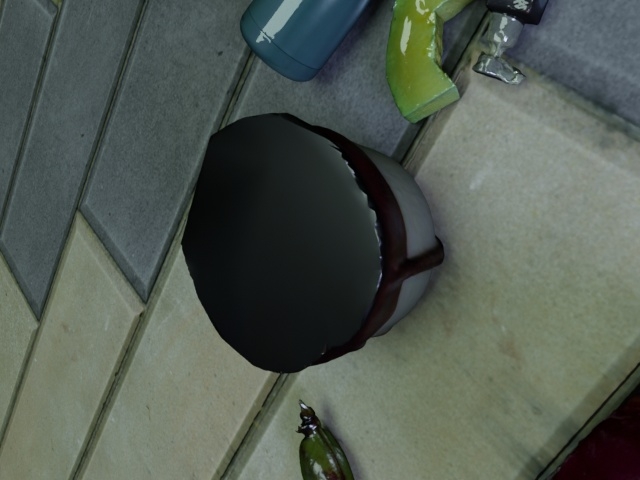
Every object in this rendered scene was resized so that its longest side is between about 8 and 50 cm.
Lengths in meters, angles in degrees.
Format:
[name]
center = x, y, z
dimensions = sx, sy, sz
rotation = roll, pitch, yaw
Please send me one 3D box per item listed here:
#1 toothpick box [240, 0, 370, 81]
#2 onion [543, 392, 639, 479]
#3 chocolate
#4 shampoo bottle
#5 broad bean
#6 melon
[toothpick box]
center = -0.005, -0.302, 0.712
dimensions = 0.184, 0.120, 0.120
rotation = -45, 62, 29
[onion]
center = 0.271, 0.251, 0.388
dimensions = 0.336, 0.260, 0.281
rotation = -51, 54, 30
[chocolate]
center = 0.000, 0.000, 0.664
dimensions = 0.284, 0.186, 0.283
rotation = 6, 100, 34
[shampoo bottle]
center = 0.207, -0.262, 0.566
dimensions = 0.064, 0.057, 0.207
rotation = 29, 110, 33
[broad bean]
center = 0.021, 0.370, 0.728
dimensions = 0.077, 0.061, 0.338
rotation = -18, 77, 47
[melon]
center = 0.129, -0.235, 0.634
dimensions = 0.118, 0.064, 0.209
rotation = 15, 102, 36
